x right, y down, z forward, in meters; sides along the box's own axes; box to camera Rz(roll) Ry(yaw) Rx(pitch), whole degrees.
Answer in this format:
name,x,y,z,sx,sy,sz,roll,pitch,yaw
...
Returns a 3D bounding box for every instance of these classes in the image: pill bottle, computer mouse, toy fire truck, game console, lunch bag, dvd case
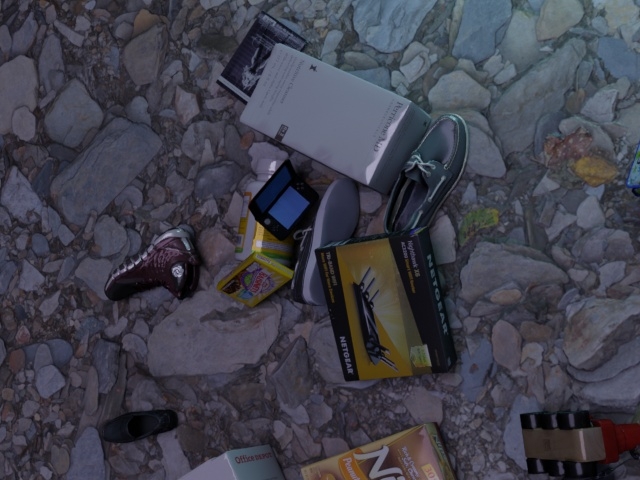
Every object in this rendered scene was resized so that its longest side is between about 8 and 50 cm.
name,x,y,z,sx,sy,sz,roll,pitch,yaw
pill bottle,-0.119,-0.064,2.032,0.136,0.136,0.245,7,86,27
computer mouse,0.575,0.445,1.671,0.242,0.041,0.071,-34,69,18
toy fire truck,0.534,0.357,1.646,0.246,0.217,0.158,-3,79,-16
game console,-0.080,-0.089,1.927,0.124,0.085,0.144,41,80,-9
lunch bag,0.652,-0.146,1.650,0.096,0.151,0.128,18,92,27
dvd case,-0.149,-0.449,2.167,0.164,0.018,0.221,39,100,24

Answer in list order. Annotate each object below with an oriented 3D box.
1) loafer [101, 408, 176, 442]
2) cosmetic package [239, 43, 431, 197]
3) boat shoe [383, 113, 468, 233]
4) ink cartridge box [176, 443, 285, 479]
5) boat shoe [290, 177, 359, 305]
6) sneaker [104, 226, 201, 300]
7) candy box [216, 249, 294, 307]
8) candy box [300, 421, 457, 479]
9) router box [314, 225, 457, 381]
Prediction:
name,x,y,z,sx,sy,sz,roll,pitch,yaw
loafer,-0.470,0.468,2.168,0.223,0.078,0.076,-16,76,24
cosmetic package,0.032,-0.277,1.976,0.385,0.156,0.217,27,94,28
boat shoe,0.229,-0.136,1.889,0.116,0.099,0.319,28,96,26
ink cartridge box,-0.181,0.629,1.935,0.197,0.198,0.270,-34,69,20
boat shoe,0.003,0.002,1.981,0.105,0.113,0.306,1,76,48
sneaker,-0.418,0.106,2.180,0.281,0.106,0.162,-40,71,16
candy box,-0.155,0.093,2.002,0.206,0.105,0.027,-38,30,51
candy box,0.131,0.530,1.854,0.316,0.087,0.183,-26,72,22
router box,0.141,0.141,1.855,0.243,0.081,0.308,-10,98,25
